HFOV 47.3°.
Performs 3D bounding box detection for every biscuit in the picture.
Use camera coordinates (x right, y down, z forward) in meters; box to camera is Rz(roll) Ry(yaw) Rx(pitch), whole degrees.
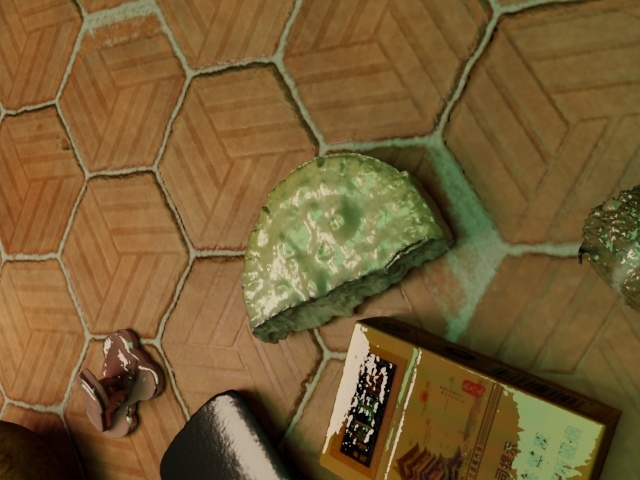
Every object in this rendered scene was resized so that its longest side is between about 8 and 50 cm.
[{"bbox_3d":[0.000,0.000,0.846,0.281,0.084,0.179,-36,71,29],"label":"biscuit"}]

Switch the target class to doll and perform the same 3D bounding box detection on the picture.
[{"bbox_3d":[0.325,0.036,0.618,0.221,0.105,0.115,33,66,22],"label":"doll"}]

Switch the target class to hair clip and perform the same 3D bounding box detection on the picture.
[{"bbox_3d":[-0.295,0.219,1.078,0.123,0.102,0.138,39,143,30],"label":"hair clip"}]

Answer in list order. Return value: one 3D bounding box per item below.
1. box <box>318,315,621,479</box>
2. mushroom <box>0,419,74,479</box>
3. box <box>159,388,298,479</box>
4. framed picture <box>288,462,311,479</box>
[{"bbox_3d":[0.142,0.206,0.756,0.274,0.076,0.174,20,100,32],"label":"box"},{"bbox_3d":[-0.516,0.460,1.053,0.334,0.356,0.331,21,122,-1],"label":"mushroom"},{"bbox_3d":[-0.121,0.314,0.943,0.201,0.042,0.212,51,118,30],"label":"box"},{"bbox_3d":[0.016,0.446,0.878,0.324,0.013,0.244,30,106,31],"label":"framed picture"}]
